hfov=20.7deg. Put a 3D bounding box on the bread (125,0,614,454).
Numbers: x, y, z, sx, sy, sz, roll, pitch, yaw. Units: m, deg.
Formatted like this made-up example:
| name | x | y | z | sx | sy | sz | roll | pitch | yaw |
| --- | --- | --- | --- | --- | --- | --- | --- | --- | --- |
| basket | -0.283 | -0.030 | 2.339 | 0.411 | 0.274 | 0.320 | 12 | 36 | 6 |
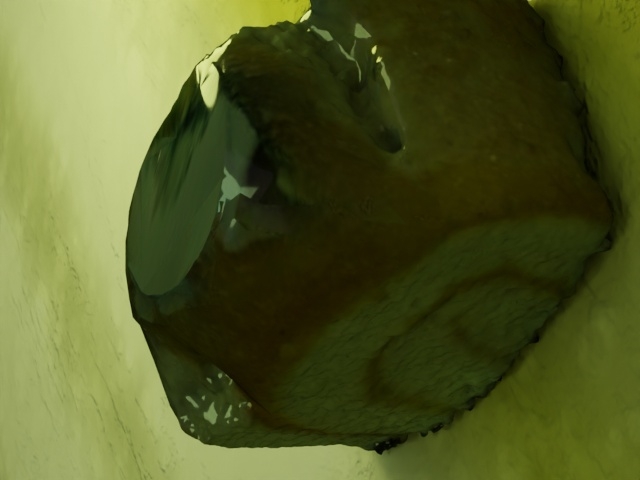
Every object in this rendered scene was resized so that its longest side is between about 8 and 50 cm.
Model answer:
| name | x | y | z | sx | sy | sz | roll | pitch | yaw |
| --- | --- | --- | --- | --- | --- | --- | --- | --- | --- |
| bread | -0.007 | 0.005 | 1.224 | 0.395 | 0.264 | 0.239 | -54 | 46 | 47 |
